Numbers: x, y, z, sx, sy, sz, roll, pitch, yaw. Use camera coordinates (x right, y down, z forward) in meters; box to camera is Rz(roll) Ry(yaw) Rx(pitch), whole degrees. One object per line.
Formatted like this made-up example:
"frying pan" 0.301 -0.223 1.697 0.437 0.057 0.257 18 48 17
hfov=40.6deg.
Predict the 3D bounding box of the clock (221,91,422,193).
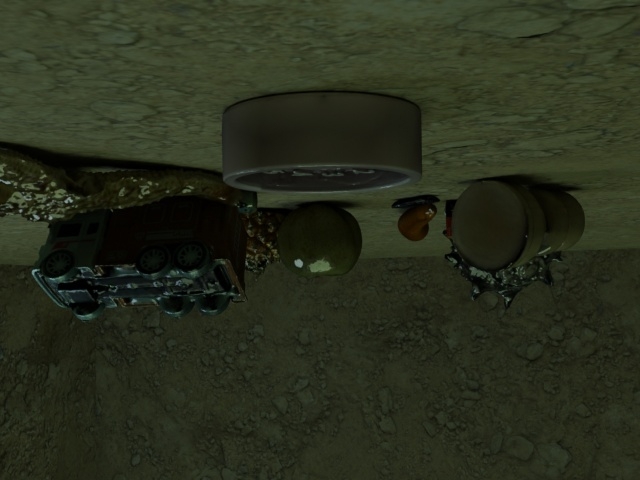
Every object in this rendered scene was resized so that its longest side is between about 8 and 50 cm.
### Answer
"clock" 0.002 -0.091 0.854 0.197 0.068 0.197 -1 175 0

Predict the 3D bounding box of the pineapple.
"pineapple" -0.124 0.012 1.728 0.162 0.136 0.176 -2 177 15

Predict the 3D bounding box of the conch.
"conch" 0.448 0.041 2.116 0.313 0.186 0.240 17 146 -6

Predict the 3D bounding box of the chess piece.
"chess piece" 0.337 -0.026 1.404 0.143 0.142 0.261 -5 179 42

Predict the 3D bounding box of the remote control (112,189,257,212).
"remote control" -0.219 -0.062 1.403 0.234 0.038 0.098 -2 176 -3

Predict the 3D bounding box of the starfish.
"starfish" -0.354 -0.060 1.158 0.324 0.082 0.432 -8 175 37

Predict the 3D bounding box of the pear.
"pear" 0.000 0.000 1.633 0.167 0.136 0.167 0 179 0

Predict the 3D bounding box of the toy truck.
"toy truck" -0.265 0.018 1.313 0.306 0.162 0.136 -3 145 9

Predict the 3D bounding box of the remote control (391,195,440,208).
"remote control" 0.169 -0.069 1.545 0.039 0.014 0.096 2 174 -36

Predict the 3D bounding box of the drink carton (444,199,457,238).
"drink carton" 0.278 -0.035 1.652 0.056 0.071 0.166 -6 173 22

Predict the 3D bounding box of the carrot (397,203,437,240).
"carrot" 0.188 -0.037 1.720 0.066 0.062 0.271 32 176 9
